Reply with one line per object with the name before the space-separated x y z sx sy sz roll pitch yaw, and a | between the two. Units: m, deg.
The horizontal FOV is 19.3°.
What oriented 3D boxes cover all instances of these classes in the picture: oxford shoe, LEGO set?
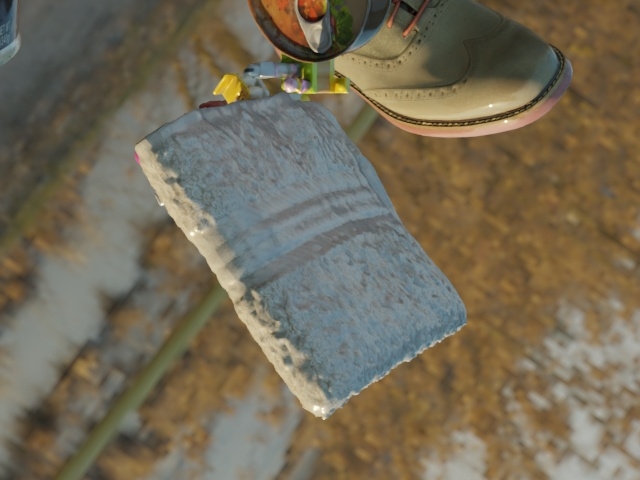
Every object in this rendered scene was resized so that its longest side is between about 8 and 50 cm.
oxford shoe | 0.060 -0.186 1.646 0.123 0.348 0.130 -55 138 -18
LEGO set | -0.059 -0.127 1.409 0.107 0.132 0.287 -6 133 -45

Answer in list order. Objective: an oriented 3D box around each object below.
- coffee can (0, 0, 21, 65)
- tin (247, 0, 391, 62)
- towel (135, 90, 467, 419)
coffee can | -0.326 -0.283 1.437 0.201 0.202 0.275 -48 148 -58
tin | -0.010 -0.213 1.246 0.106 0.189 0.040 -6 -170 44
towel | 0.000 0.000 1.135 0.049 0.187 0.282 -36 176 18
